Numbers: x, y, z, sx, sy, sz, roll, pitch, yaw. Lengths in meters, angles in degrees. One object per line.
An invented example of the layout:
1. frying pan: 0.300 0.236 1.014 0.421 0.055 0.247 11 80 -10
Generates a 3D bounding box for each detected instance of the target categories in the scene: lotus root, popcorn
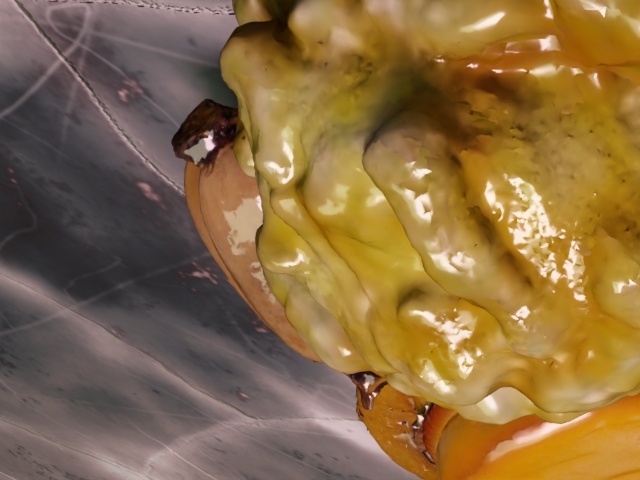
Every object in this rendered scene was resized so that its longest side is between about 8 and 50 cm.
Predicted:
1. lotus root: 0.000 0.000 1.019 0.257 0.140 0.154 51 166 -28
2. popcorn: 0.095 -0.046 0.706 0.335 0.274 0.279 31 121 46

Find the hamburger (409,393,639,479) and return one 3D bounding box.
1. hamburger: 0.178 0.092 0.988 0.246 0.170 0.246 -11 146 -8

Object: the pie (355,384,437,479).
1. pie: 0.156 0.166 1.261 0.273 0.069 0.273 18 152 10
